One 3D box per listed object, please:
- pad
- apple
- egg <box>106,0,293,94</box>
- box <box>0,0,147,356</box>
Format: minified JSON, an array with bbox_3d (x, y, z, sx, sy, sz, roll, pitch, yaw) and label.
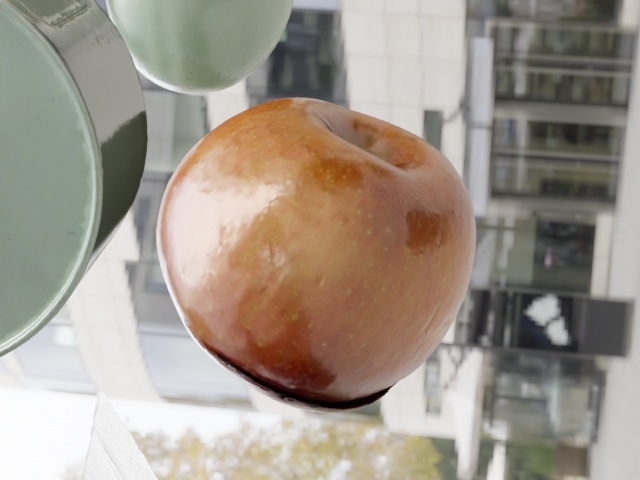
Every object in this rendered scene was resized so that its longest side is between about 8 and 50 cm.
[{"bbox_3d":[-0.161,0.262,1.270,0.232,0.004,0.156,51,142,33],"label":"pad"},{"bbox_3d":[0.000,0.000,1.098,0.271,0.251,0.206,5,-52,-49],"label":"apple"},{"bbox_3d":[-0.126,-0.276,1.453,0.283,0.202,0.203,109,175,-49],"label":"egg"},{"bbox_3d":[-0.220,-0.054,0.788,0.149,0.226,0.226,-79,-9,-73],"label":"box"}]
